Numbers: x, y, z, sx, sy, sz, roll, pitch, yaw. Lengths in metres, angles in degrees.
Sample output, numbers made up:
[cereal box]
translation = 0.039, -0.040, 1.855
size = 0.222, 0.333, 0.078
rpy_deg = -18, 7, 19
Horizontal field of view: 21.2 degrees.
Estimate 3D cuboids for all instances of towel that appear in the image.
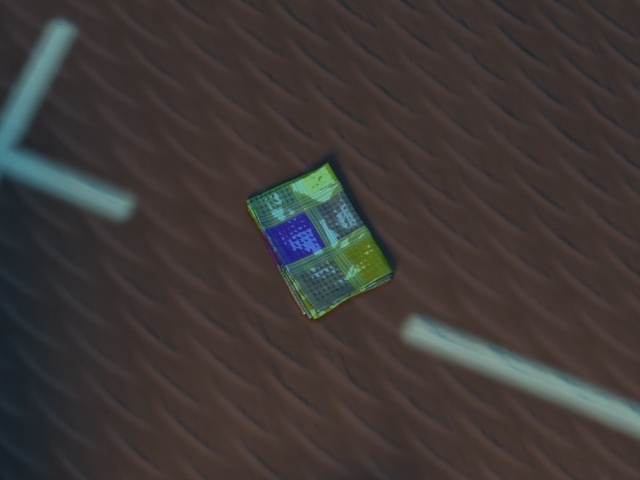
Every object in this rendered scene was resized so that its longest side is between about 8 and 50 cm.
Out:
[towel]
translation = 0.000, 0.000, 0.991
size = 0.060, 0.009, 0.083
rpy_deg = -24, 74, -16
